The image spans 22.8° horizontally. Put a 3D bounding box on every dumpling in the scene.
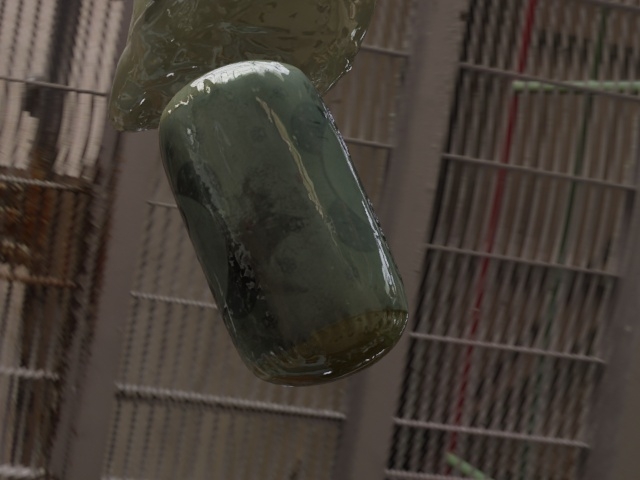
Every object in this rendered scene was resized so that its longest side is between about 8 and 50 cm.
[{"bbox_3d":[-0.066,-0.192,1.331,0.187,0.243,0.318,38,-78,6],"label":"dumpling"}]

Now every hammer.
[{"bbox_3d":[0.000,0.000,1.048,0.113,0.305,0.202,-22,-101,11],"label":"hammer"}]
